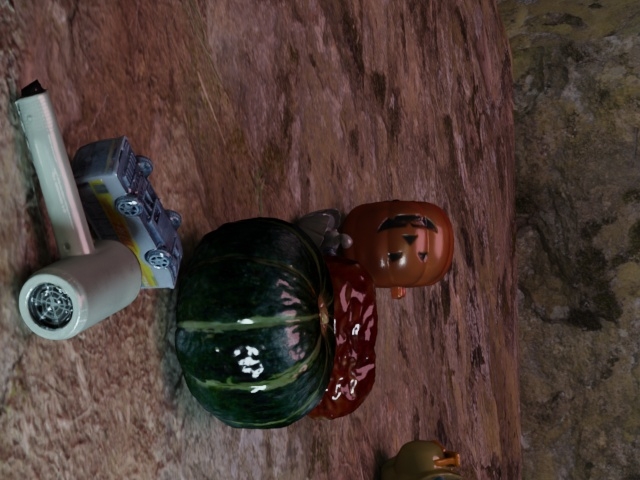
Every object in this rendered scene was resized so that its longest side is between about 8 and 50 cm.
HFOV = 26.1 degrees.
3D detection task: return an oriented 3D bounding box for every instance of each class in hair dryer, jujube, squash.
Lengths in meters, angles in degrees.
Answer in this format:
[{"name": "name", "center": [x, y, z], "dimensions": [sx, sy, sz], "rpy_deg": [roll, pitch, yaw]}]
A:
[{"name": "hair dryer", "center": [-0.243, -0.034, 1.293], "dimensions": [0.131, 0.073, 0.236], "rpy_deg": [-34, 114, -70]}, {"name": "jujube", "center": [0.010, 0.132, 1.914], "dimensions": [0.155, 0.155, 0.230], "rpy_deg": [-45, 128, -68]}, {"name": "squash", "center": [-0.072, 0.096, 1.635], "dimensions": [0.252, 0.165, 0.252], "rpy_deg": [-6, 90, -77]}]

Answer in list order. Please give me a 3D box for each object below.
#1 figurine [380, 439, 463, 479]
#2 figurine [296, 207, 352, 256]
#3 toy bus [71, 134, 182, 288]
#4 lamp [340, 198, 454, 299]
[{"name": "figurine", "center": [0.172, 0.467, 2.376], "dimensions": [0.180, 0.154, 0.262], "rpy_deg": [-78, 174, -66]}, {"name": "figurine", "center": [0.000, 0.000, 2.052], "dimensions": [0.082, 0.094, 0.086], "rpy_deg": [17, 29, -32]}, {"name": "toy bus", "center": [-0.196, -0.026, 1.422], "dimensions": [0.190, 0.075, 0.064], "rpy_deg": [66, 26, -48]}, {"name": "lamp", "center": [0.126, 0.015, 2.272], "dimensions": [0.187, 0.188, 0.164], "rpy_deg": [18, 72, -71]}]
